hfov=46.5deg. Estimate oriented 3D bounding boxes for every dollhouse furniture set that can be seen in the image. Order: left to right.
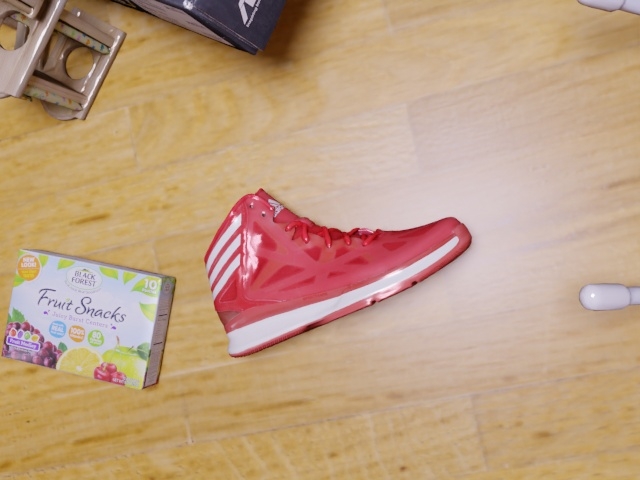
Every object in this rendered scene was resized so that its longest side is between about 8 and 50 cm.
[{"bbox_3d":[-0.288,-0.185,0.618,0.161,0.182,0.101,28,95,11],"label":"dollhouse furniture set"}]

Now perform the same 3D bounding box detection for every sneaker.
[{"bbox_3d":[0.000,0.000,0.602,0.221,0.087,0.128,-25,85,9],"label":"sneaker"}]

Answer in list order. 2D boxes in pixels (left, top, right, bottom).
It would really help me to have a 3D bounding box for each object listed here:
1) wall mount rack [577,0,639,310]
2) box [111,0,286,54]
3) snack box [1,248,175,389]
[{"bbox_3d":[0.328,-0.063,0.510,0.304,0.130,0.350,-1,88,12],"label":"wall mount rack"},{"bbox_3d":[-0.145,-0.353,0.582,0.395,0.097,0.318,28,94,31],"label":"box"},{"bbox_3d":[-0.208,0.068,0.668,0.141,0.037,0.100,10,89,12],"label":"snack box"}]
